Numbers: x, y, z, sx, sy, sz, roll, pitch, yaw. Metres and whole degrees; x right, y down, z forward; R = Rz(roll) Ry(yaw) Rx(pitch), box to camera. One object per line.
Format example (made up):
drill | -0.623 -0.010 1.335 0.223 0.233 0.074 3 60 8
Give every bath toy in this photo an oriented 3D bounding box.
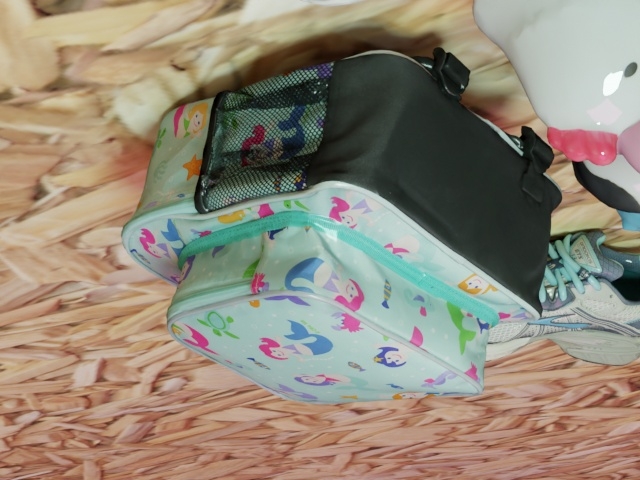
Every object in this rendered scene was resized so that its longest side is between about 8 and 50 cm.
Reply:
bath toy | 0.204 -0.067 0.784 0.151 0.129 0.348 -13 159 25

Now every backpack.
backpack | 0.000 0.000 0.849 0.253 0.191 0.225 -1 154 46

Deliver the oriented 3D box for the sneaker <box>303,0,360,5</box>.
sneaker | 0.108 -0.179 0.534 0.281 0.105 0.115 -13 -167 15

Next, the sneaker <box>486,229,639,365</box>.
sneaker | 0.198 0.034 1.165 0.283 0.110 0.122 3 143 -25
